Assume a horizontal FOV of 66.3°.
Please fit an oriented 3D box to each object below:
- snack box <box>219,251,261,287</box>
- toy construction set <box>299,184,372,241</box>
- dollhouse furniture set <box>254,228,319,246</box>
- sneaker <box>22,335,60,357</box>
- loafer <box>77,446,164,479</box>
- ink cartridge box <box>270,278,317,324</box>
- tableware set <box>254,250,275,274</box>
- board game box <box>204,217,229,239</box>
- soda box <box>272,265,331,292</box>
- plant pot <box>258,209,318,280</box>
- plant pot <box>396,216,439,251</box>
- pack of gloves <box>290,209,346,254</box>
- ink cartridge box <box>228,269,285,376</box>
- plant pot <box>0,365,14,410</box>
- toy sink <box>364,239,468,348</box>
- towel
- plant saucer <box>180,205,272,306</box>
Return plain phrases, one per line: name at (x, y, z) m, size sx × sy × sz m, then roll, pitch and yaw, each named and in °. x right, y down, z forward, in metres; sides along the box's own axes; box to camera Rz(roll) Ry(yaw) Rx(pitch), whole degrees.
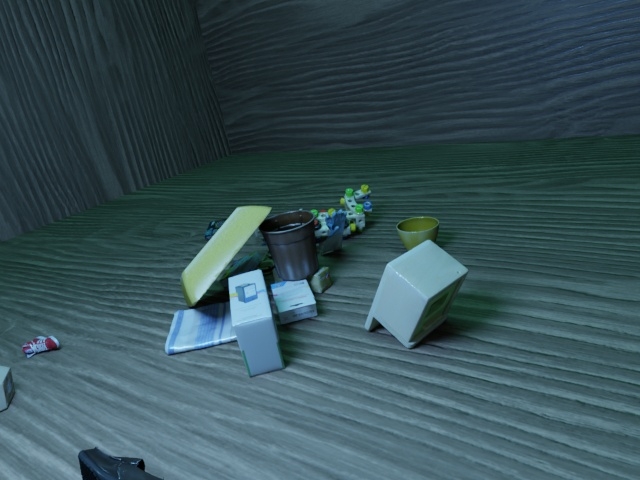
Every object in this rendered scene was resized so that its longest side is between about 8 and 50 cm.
snack box at (-0.265, 0.097, 1.633) m, size 0.100 × 0.037 × 0.141 m, roll -22°, pitch 18°, yaw 20°
toy construction set at (0.039, -0.093, 1.848) m, size 0.327 × 0.151 × 0.215 m, roll -14°, pitch 44°, yaw 13°
dollhouse furniture set at (-0.121, -0.013, 1.743) m, size 0.183 × 0.130 × 0.128 m, roll -14°, pitch 1°, yaw 43°
sneaker at (-0.805, 0.305, 1.404) m, size 0.118 × 0.042 × 0.067 m, roll -7°, pitch 16°, yaw 33°
loafer at (-0.342, 0.417, 0.851) m, size 0.219 × 0.080 × 0.078 m, roll 12°, pitch 20°, yaw 36°
ink cartridge box at (-0.072, 0.170, 1.348) m, size 0.104 × 0.062 × 0.181 m, roll -13°, pitch 20°, yaw -7°
tableware set at (-0.170, 0.063, 1.706) m, size 0.128 × 0.039 × 0.194 m, roll -3°, pitch 22°, yaw 21°
board game box at (-0.438, -0.055, 2.167) m, size 0.126 × 0.026 × 0.186 m, roll -11°, pitch 21°, yaw 1°
soda box at (-0.058, 0.112, 1.492) m, size 0.181 × 0.062 × 0.058 m, roll 5°, pitch 26°, yaw 37°
plant pot at (-0.080, 0.018, 1.424) m, size 0.166 × 0.165 × 0.167 m, roll -11°, pitch 21°, yaw 4°
plant pot at (0.315, -0.008, 1.564) m, size 0.134 × 0.095 × 0.134 m, roll -9°, pitch 20°, yaw 4°
pack of gloves at (0.000, 0.000, 1.596) m, size 0.194 × 0.232 × 0.046 m, roll -20°, pitch 57°, yaw -17°
ink cartridge box at (-0.155, 0.192, 1.174) m, size 0.093 × 0.155 × 0.212 m, roll -14°, pitch 29°, yaw -5°
plant pot at (-0.806, 0.363, 1.182) m, size 0.096 × 0.109 × 0.109 m, roll -4°, pitch 18°, yaw -17°
toy sink at (0.219, 0.144, 1.136) m, size 0.152 × 0.234 × 0.131 m, roll -25°, pitch 54°, yaw -35°
towel at (-0.280, 0.224, 1.358) m, size 0.284 × 0.034 × 0.209 m, roll -12°, pitch 22°, yaw -2°
plant saucer at (-0.296, 0.036, 1.414) m, size 0.333 × 0.081 × 0.332 m, roll -53°, pitch 9°, yaw -17°
